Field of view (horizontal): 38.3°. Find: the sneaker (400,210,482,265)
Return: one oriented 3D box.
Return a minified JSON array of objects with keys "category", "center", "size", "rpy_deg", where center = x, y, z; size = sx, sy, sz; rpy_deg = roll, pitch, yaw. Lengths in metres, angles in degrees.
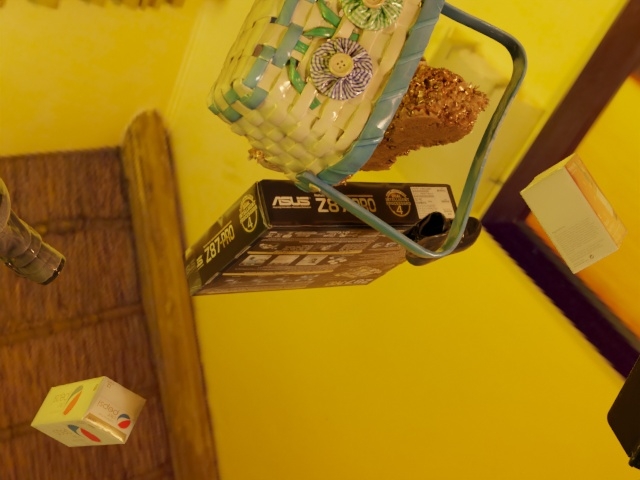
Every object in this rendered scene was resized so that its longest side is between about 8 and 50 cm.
[{"category":"sneaker","center":[0.186,-0.012,1.409],"size":[0.170,0.089,0.051],"rpy_deg":[-25,-119,-22]}]

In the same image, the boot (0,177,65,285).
[{"category":"boot","center":[-0.493,-0.011,1.471],"size":[0.223,0.118,0.338],"rpy_deg":[44,168,-29]}]

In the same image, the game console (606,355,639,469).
[{"category":"game console","center":[0.398,0.204,1.058],"size":[0.107,0.122,0.071],"rpy_deg":[22,-145,10]}]

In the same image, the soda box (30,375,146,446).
[{"category":"soda box","center":[-0.337,0.249,1.327],"size":[0.074,0.216,0.069],"rpy_deg":[37,-121,-23]}]

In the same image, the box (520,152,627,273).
[{"category":"box","center":[0.443,-0.050,1.607],"size":[0.170,0.091,0.130],"rpy_deg":[57,-150,0]}]

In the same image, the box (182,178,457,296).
[{"category":"box","center":[0.000,0.000,1.629],"size":[0.395,0.318,0.097],"rpy_deg":[-2,-113,-32]}]

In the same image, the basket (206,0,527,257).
[{"category":"basket","center":[0.053,-0.146,0.921],"size":[0.289,0.201,0.254],"rpy_deg":[26,-104,-21]}]

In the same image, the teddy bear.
[{"category":"teddy bear","center":[0.052,-0.157,1.208],"size":[0.245,0.338,0.113],"rpy_deg":[4,-104,-24]}]
